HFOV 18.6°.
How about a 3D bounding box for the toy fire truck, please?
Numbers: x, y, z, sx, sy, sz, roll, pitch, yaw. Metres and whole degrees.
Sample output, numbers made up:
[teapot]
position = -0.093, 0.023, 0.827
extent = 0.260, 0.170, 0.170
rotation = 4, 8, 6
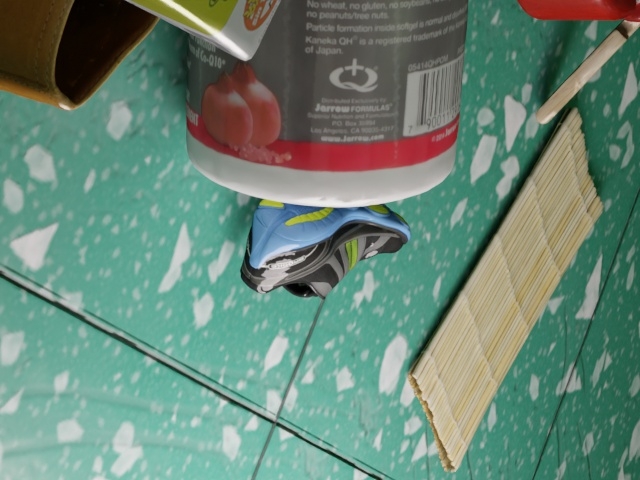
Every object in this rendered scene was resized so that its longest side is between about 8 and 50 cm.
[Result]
[toy fire truck]
position = 0.221, -0.210, 1.600
extent = 0.217, 0.159, 0.246
rotation = -25, 114, -52

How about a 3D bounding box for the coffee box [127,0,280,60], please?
[coffee box]
position = -0.138, -0.309, 0.641
extent = 0.338, 0.338, 0.334
rotation = -63, 160, 2

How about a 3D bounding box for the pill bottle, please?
[pill bottle]
position = 0.007, -0.195, 1.201
extent = 0.176, 0.176, 0.318
rotation = -26, 125, -52

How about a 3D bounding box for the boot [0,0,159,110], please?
[boot]
position = -0.126, -0.206, 0.947
extent = 0.104, 0.211, 0.295
rotation = 42, 68, -57

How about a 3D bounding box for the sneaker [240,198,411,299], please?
[sneaker]
position = 0.000, 0.000, 1.406
extent = 0.188, 0.067, 0.078
rotation = -12, 135, -58

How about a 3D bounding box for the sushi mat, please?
[sushi mat]
position = 0.171, 0.041, 1.732
extent = 0.316, 0.019, 0.151
rotation = -57, 144, -26
